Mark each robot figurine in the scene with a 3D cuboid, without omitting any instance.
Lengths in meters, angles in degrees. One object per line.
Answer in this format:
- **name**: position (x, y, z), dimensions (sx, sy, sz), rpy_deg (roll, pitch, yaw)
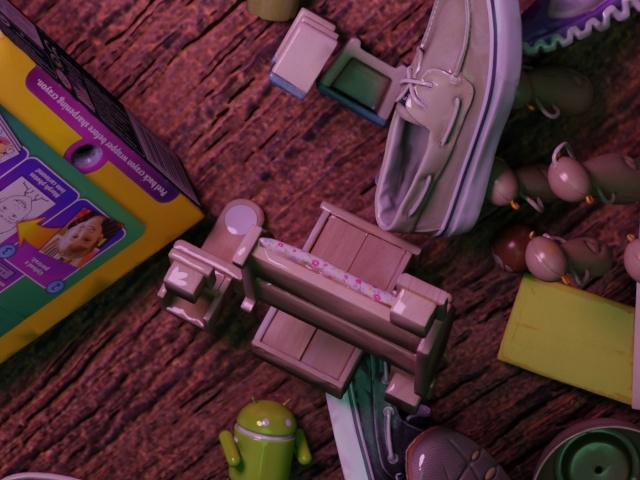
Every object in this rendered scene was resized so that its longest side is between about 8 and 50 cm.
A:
- **robot figurine**: position (-0.061, 0.220, 2.015), dimensions (0.101, 0.067, 0.115), rpy_deg (3, 105, -28)

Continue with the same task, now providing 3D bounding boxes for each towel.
- **towel**: position (0.312, 0.115, 1.993), dimensions (0.237, 0.021, 0.102), rpy_deg (18, 100, 6)

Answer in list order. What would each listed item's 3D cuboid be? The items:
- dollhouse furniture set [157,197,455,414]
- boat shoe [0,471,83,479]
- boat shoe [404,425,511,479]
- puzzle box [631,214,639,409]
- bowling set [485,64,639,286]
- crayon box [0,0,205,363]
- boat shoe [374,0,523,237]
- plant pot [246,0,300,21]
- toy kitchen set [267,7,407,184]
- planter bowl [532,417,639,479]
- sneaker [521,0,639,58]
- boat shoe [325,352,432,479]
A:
- **dollhouse furniture set**: position (0.000, 0.000, 1.787), dimensions (0.303, 0.355, 0.174), rpy_deg (25, 71, 9)
- **boat shoe**: position (-0.214, 0.370, 2.029), dimensions (0.340, 0.113, 0.127), rpy_deg (38, 101, -7)
- **boat shoe**: position (0.154, 0.328, 1.989), dimensions (0.123, 0.116, 0.324), rpy_deg (-31, 116, -20)
- **puzzle box**: position (0.457, -0.022, 1.895), dimensions (0.272, 0.052, 0.409), rpy_deg (4, 97, 19)
- **bowling set**: position (0.229, -0.020, 1.884), dimensions (0.200, 0.154, 0.287), rpy_deg (-47, 64, 28)
- **crayon box**: position (-0.338, -0.047, 1.835), dimensions (0.313, 0.106, 0.363), rpy_deg (-35, 142, 9)
- **boat shoe**: position (0.120, -0.131, 1.823), dimensions (0.094, 0.109, 0.302), rpy_deg (-8, 121, -27)
- **plant pot**: position (-0.044, -0.264, 1.903), dimensions (0.083, 0.083, 0.079), rpy_deg (9, 116, -1)
- **toy kitchen set**: position (0.040, -0.123, 1.882), dimensions (0.207, 0.166, 0.122), rpy_deg (29, 101, -6)
- **planter bowl**: position (0.296, 0.255, 1.996), dimensions (0.162, 0.109, 0.162), rpy_deg (0, 102, 1)
- **sneaker**: position (0.268, -0.258, 1.891), dimensions (0.236, 0.095, 0.104), rpy_deg (-27, 95, 2)
- **boat shoe**: position (0.070, 0.202, 1.995), dimensions (0.102, 0.108, 0.301), rpy_deg (-13, 96, 5)
